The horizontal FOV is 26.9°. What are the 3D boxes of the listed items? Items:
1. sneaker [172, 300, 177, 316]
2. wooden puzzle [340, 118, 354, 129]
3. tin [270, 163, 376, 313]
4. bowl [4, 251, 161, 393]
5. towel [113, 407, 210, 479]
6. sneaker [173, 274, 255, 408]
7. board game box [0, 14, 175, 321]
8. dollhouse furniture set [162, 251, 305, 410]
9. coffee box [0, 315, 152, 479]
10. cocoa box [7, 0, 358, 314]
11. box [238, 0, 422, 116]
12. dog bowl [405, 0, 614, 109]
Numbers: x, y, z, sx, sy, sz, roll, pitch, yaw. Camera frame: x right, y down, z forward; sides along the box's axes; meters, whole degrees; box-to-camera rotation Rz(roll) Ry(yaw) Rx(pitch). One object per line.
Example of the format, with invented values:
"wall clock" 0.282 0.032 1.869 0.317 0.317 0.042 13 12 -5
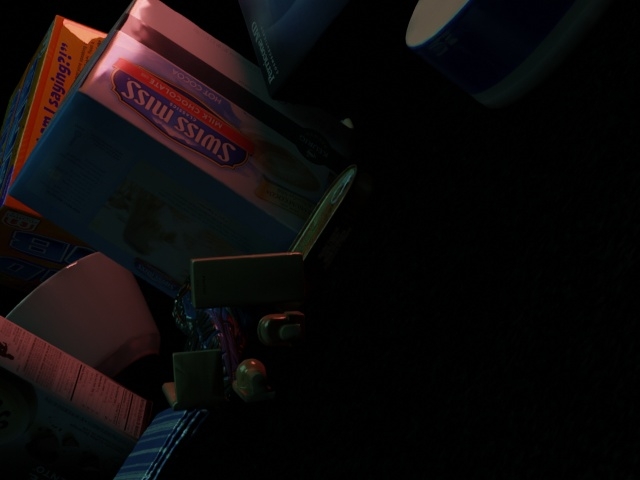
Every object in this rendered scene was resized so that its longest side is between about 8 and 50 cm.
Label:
"sneaker" -0.163 0.069 1.916 0.134 0.070 0.051 -60 10 -21
"wooden puzzle" 0.019 -0.136 1.859 0.078 0.014 0.116 -56 12 5
"tin" 0.000 0.000 1.534 0.189 0.040 0.106 -57 16 -3
"bowl" -0.368 0.182 2.060 0.311 0.163 0.311 -42 -14 -13
"towel" -0.255 0.353 1.648 0.336 0.040 0.243 -59 10 -20
"sneaker" -0.112 0.116 1.578 0.083 0.087 0.221 -59 27 28
"board game box" -0.372 -0.103 2.303 0.356 0.356 0.356 -36 40 58
"dollhouse furniture set" -0.096 0.090 1.420 0.123 0.144 0.151 -167 74 -78
"coffee box" -0.409 0.244 1.886 0.168 0.297 0.119 -51 17 21
"cocoa box" -0.170 -0.095 1.700 0.231 0.347 0.228 -45 17 42
"box" 0.038 -0.365 1.689 0.294 0.183 0.296 -48 49 41
"dog bowl" 0.197 -0.261 1.262 0.265 0.104 0.265 -53 12 17
